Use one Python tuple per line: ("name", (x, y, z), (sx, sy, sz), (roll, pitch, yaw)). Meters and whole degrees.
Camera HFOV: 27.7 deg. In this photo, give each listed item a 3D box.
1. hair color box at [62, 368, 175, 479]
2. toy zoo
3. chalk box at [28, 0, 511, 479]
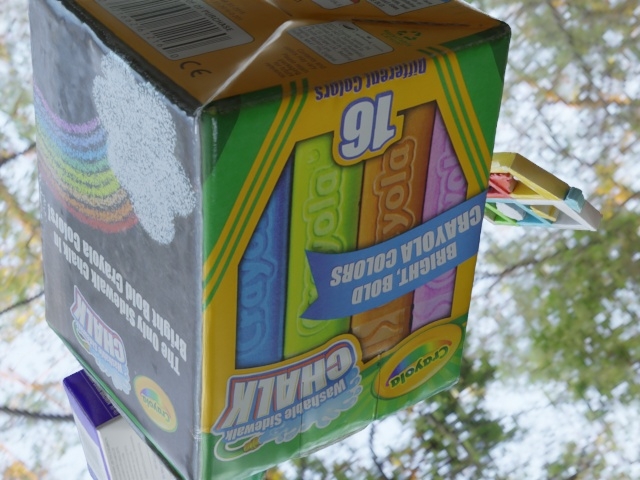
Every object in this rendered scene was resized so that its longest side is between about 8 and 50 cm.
("hair color box", (-0.143, 0.191, 1.658), (0.339, 0.185, 0.110), (-25, -134, -21))
("toy zoo", (0.295, -0.075, 1.975), (0.192, 0.293, 0.030), (32, -103, -27))
("chalk box", (-0.035, 0.001, 0.699), (0.179, 0.289, 0.180), (-19, -139, -30))
